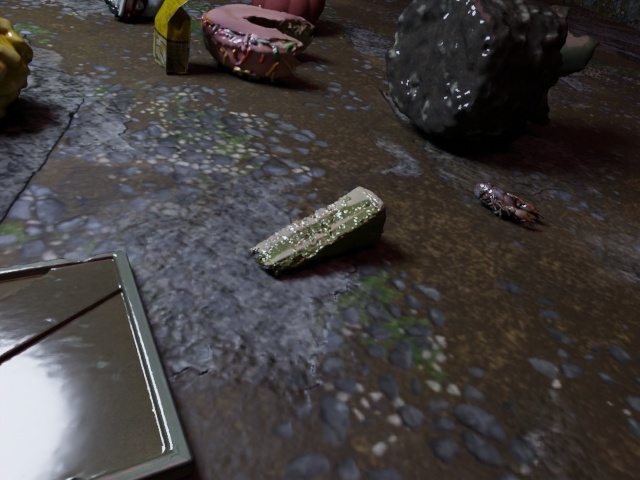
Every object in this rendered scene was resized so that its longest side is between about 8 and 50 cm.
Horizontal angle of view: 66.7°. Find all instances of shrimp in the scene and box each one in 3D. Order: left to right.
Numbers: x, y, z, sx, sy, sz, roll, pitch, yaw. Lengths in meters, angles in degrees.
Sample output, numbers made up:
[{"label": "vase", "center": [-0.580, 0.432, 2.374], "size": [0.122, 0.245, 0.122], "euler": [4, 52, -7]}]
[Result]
[{"label": "shrimp", "center": [0.233, -0.042, 0.604], "size": [0.092, 0.029, 0.038], "euler": [24, 37, 10]}]

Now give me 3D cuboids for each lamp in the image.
[{"label": "lamp", "center": [-0.079, -0.565, 1.137], "size": [0.182, 0.140, 0.182], "euler": [11, 52, -14]}]

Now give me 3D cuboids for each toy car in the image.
[{"label": "toy car", "center": [-0.378, -0.510, 1.009], "size": [0.112, 0.112, 0.139], "euler": [6, 43, -35]}]

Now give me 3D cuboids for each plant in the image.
[{"label": "plant", "center": [0.276, -0.279, 0.777], "size": [0.312, 0.215, 0.213], "euler": [-16, 47, -35]}]

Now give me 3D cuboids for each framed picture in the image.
[{"label": "framed picture", "center": [-0.249, 0.095, 0.291], "size": [0.289, 0.020, 0.211], "euler": [-11, 42, -27]}]

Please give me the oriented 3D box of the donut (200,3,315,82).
[{"label": "donut", "center": [-0.119, -0.364, 0.889], "size": [0.199, 0.085, 0.233], "euler": [13, 36, 1]}]

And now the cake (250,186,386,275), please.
[{"label": "cake", "center": [0.000, 0.000, 0.486], "size": [0.140, 0.055, 0.051], "euler": [-29, 51, -19]}]

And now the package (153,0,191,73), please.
[{"label": "package", "center": [-0.239, -0.344, 0.792], "size": [0.047, 0.131, 0.071], "euler": [-6, 42, -31]}]

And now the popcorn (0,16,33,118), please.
[{"label": "popcorn", "center": [-0.448, -0.214, 0.556], "size": [0.194, 0.163, 0.140], "euler": [30, 48, -30]}]
